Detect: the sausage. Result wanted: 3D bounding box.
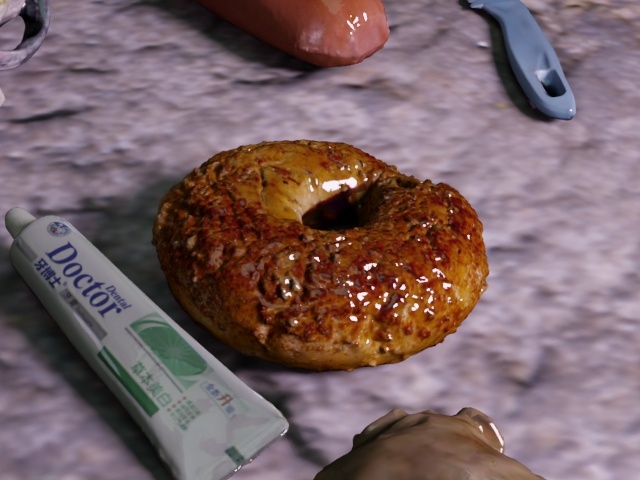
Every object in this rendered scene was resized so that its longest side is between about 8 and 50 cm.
[{"bbox_3d":[-0.034,-0.178,0.932,0.194,0.077,0.077,33,49,31],"label":"sausage"}]

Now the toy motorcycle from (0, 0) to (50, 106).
[{"bbox_3d":[-0.296,-0.122,0.758,0.108,0.223,0.340,-16,28,40],"label":"toy motorcycle"}]

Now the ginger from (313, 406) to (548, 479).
[{"bbox_3d":[0.014,0.207,0.434,0.375,0.176,0.256,-26,65,-29],"label":"ginger"}]

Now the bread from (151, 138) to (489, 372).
[{"bbox_3d":[0.000,0.000,0.742,0.193,0.064,0.193,3,38,-2],"label":"bread"}]

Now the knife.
[{"bbox_3d":[0.132,-0.181,0.990,0.045,0.019,0.313,-6,41,-6],"label":"knife"}]

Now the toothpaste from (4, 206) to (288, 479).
[{"bbox_3d":[-0.106,0.048,0.700,0.064,0.041,0.218,-35,56,-20],"label":"toothpaste"}]
